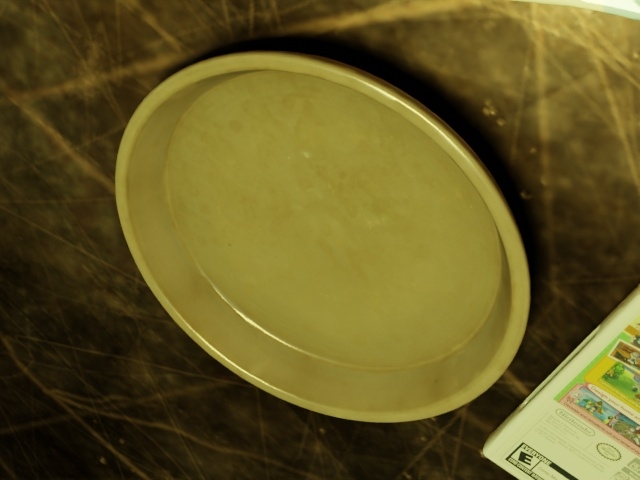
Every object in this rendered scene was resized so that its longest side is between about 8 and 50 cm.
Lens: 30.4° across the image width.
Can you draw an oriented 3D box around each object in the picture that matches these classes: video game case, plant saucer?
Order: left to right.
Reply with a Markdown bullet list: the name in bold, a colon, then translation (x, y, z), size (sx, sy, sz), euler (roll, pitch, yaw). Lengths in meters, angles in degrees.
- **plant saucer**: translation (0.000, 0.000, 0.737), size (0.278, 0.041, 0.278), euler (16, 132, 18)
- **video game case**: translation (0.235, 0.139, 0.730), size (0.212, 0.023, 0.193), euler (34, 135, 2)

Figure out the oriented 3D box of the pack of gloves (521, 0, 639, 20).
- **pack of gloves**: translation (0.153, -0.173, 0.508), size (0.232, 0.046, 0.195), euler (13, 132, 19)
